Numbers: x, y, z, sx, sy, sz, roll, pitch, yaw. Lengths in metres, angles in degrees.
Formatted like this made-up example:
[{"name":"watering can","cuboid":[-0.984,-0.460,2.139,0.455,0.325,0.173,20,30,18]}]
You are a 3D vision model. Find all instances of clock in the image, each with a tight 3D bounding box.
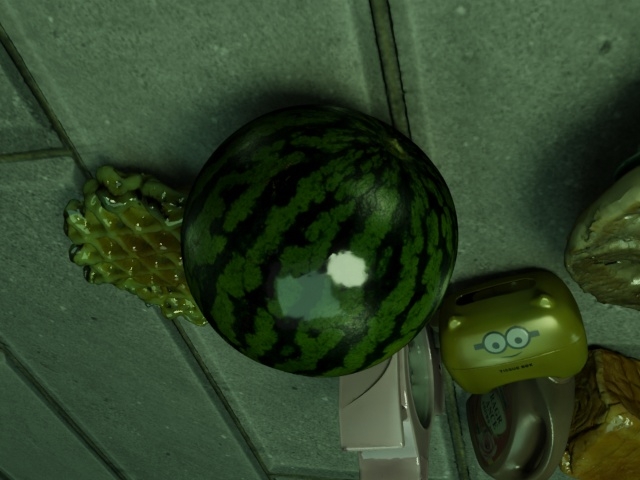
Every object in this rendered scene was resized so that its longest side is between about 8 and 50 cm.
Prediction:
[{"name":"clock","cuboid":[0.103,0.223,0.804,0.080,0.290,0.275,-8,146,21]}]

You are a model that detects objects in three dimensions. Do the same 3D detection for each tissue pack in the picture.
[{"name":"tissue pack","cuboid":[0.240,0.112,0.781,0.178,0.123,0.127,-16,118,19]}]

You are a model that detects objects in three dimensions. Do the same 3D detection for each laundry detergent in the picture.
[{"name":"laundry detergent","cuboid":[0.302,0.249,0.866,0.076,0.171,0.237,10,138,-16]}]

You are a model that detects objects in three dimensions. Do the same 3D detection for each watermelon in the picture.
[{"name":"watermelon","cuboid":[0.000,0.000,0.639,0.285,0.285,0.285,8,135,9]}]

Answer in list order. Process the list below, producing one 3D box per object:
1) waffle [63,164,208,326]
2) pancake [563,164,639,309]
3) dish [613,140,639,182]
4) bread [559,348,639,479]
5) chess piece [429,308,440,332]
[{"name":"waffle","cuboid":[-0.203,0.018,0.864,0.317,0.073,0.297,18,141,-11]},{"name":"pancake","cuboid":[0.422,-0.011,0.562,0.386,0.082,0.387,-1,160,0]},{"name":"dish","cuboid":[0.373,-0.112,0.530,0.224,0.078,0.246,-7,156,15]},{"name":"bread","cuboid":[0.412,0.252,0.862,0.143,0.149,0.158,19,129,-5]},{"name":"chess piece","cuboid":[0.192,0.140,0.892,0.035,0.035,0.092,-14,131,28]}]
